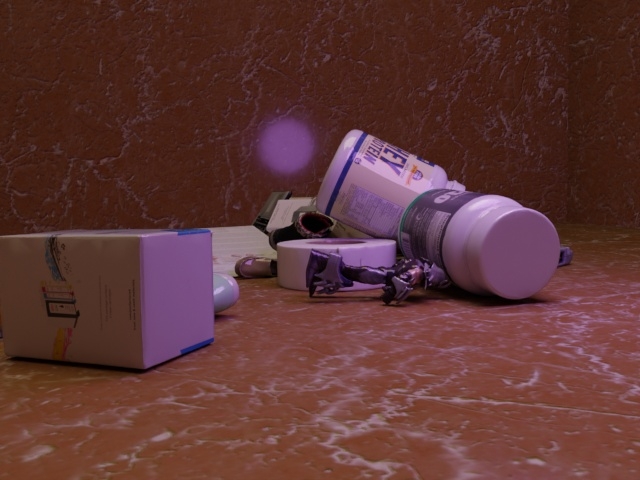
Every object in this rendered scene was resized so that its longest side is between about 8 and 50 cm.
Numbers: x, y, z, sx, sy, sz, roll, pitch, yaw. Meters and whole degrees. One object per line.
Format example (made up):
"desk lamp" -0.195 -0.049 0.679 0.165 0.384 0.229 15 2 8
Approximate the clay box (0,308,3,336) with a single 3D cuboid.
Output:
"clay box" -0.462 0.084 1.021 0.222 0.127 0.053 -3 5 -27

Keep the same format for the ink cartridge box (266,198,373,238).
"ink cartridge box" 0.005 -0.030 1.946 0.273 0.114 0.198 2 -28 43

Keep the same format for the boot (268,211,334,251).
"boot" -0.001 0.001 1.730 0.237 0.085 0.179 16 -25 -25

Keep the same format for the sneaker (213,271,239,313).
"sneaker" -0.289 0.091 1.112 0.256 0.094 0.151 0 6 25

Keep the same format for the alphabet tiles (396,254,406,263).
"alphabet tiles" 0.278 0.043 1.755 0.285 0.011 0.343 -11 2 -30

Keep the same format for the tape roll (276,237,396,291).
"tape roll" 0.039 0.051 1.507 0.286 0.100 0.286 0 4 0

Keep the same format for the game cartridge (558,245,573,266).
"game cartridge" 0.536 0.047 1.745 0.196 0.060 0.294 8 9 43

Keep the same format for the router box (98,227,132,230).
"router box" -0.594 0.025 1.855 0.092 0.122 0.038 -1 0 -4

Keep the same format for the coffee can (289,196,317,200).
"coffee can" 0.001 -0.061 2.312 0.276 0.201 0.201 0 5 17

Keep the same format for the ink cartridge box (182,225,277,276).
"ink cartridge box" -0.253 0.059 1.833 0.308 0.091 0.385 -3 22 -31

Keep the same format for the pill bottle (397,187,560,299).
"pill bottle" 0.319 0.001 1.336 0.204 0.204 0.361 -2 9 -16

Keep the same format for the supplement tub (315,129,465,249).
"supplement tub" 0.176 -0.116 1.626 0.325 0.235 0.235 25 7 3

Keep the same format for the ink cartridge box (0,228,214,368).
"ink cartridge box" -0.291 0.070 0.883 0.233 0.168 0.171 1 4 22

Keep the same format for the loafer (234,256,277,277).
"loafer" -0.146 0.066 1.632 0.148 0.056 0.050 -4 -1 -30

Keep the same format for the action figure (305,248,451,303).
"action figure" 0.117 0.073 1.270 0.285 0.099 0.185 3 -2 5

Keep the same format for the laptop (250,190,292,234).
"laptop" -0.331 -0.059 2.252 0.236 0.407 0.382 33 -3 -14

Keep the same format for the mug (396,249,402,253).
"mug" 0.249 -0.016 1.815 0.150 0.113 0.169 1 -8 -32
